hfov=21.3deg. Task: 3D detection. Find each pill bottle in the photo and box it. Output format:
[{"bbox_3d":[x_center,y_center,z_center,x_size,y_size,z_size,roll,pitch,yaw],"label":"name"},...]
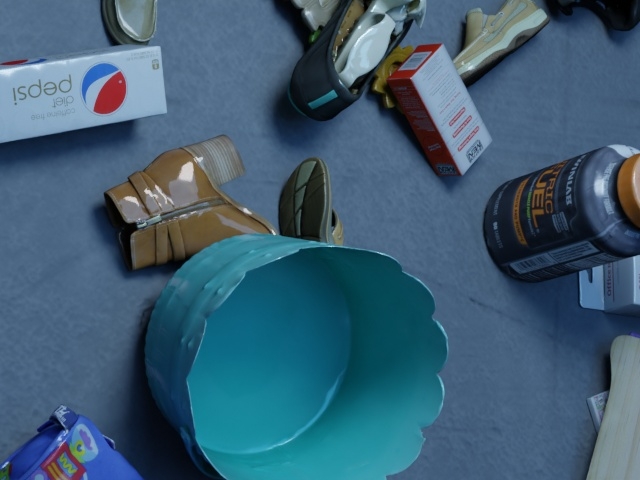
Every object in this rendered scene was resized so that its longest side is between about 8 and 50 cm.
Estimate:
[{"bbox_3d":[0.309,-0.035,1.945,0.130,0.246,0.130,8,74,-31],"label":"pill bottle"}]

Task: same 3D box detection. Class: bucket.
[{"bbox_3d":[-0.033,0.122,1.690,0.281,0.183,0.281,-4,99,-24],"label":"bucket"}]

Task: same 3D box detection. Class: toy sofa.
[{"bbox_3d":[0.416,0.291,2.005,0.150,0.177,0.362,41,60,-48],"label":"toy sofa"}]

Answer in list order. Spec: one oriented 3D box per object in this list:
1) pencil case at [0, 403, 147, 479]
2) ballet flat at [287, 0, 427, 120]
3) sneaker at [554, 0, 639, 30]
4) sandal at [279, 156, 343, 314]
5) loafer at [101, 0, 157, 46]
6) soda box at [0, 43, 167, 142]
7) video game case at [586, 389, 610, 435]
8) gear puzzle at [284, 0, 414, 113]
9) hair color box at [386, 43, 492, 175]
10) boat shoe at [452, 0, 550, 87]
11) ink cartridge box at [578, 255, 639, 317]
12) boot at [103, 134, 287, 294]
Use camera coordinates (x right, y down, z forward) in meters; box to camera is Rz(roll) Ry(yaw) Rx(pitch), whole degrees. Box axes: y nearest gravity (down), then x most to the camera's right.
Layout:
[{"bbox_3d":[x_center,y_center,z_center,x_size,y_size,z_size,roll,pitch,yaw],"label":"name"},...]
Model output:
[{"bbox_3d":[-0.182,0.292,1.633,0.306,0.119,0.133,46,48,-15],"label":"pencil case"},{"bbox_3d":[0.064,-0.242,1.882,0.095,0.096,0.280,41,59,-23],"label":"ballet flat"},{"bbox_3d":[0.311,-0.364,2.111,0.293,0.102,0.146,32,64,-23],"label":"sneaker"},{"bbox_3d":[0.000,0.000,1.851,0.049,0.072,0.180,-3,81,-49],"label":"sandal"},{"bbox_3d":[-0.198,-0.274,1.796,0.056,0.050,0.148,0,79,-32],"label":"loafer"},{"bbox_3d":[-0.264,-0.147,1.704,0.216,0.069,0.074,-13,105,-33],"label":"soda box"},{"bbox_3d":[0.383,0.217,2.075,0.122,0.011,0.087,-16,87,-34],"label":"video game case"},{"bbox_3d":[0.022,-0.294,1.951,0.175,0.044,0.339,-45,106,-33],"label":"gear puzzle"},{"bbox_3d":[0.139,-0.150,1.964,0.072,0.043,0.141,-47,121,-31],"label":"hair color box"},{"bbox_3d":[0.197,-0.245,2.041,0.072,0.068,0.190,50,47,2],"label":"boat shoe"},{"bbox_3d":[0.407,0.040,2.102,0.180,0.060,0.104,8,75,-31],"label":"ink cartridge box"},{"bbox_3d":[-0.130,0.002,1.772,0.152,0.073,0.197,-28,96,-26],"label":"boot"}]
